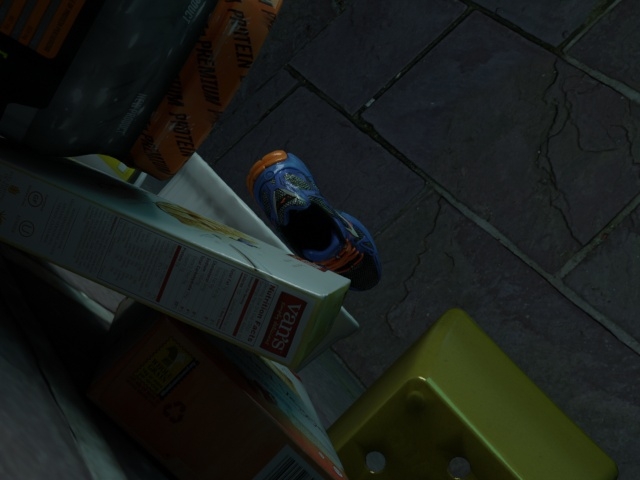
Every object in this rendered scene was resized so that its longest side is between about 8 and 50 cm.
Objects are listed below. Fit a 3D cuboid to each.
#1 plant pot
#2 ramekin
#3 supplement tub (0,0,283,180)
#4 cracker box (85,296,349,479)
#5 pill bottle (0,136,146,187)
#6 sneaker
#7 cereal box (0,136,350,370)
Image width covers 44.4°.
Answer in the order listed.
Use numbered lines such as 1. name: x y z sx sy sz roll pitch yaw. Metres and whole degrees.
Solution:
1. plant pot: 0.099 0.202 0.658 0.212 0.212 0.187 46 11 17
2. ramekin: -0.097 0.043 0.896 0.277 0.135 0.277 46 -3 3
3. supplement tub: -0.185 -0.172 0.412 0.316 0.194 0.193 30 4 -21
4. cracker box: -0.071 0.099 0.541 0.156 0.067 0.232 46 -3 -13
5. pill bottle: -0.257 -0.113 0.756 0.184 0.103 0.103 49 -3 -42
6. sneaker: 0.000 0.000 0.855 0.221 0.083 0.087 42 15 -41
7. cereal box: -0.102 0.000 0.476 0.240 0.047 0.173 22 3 5
